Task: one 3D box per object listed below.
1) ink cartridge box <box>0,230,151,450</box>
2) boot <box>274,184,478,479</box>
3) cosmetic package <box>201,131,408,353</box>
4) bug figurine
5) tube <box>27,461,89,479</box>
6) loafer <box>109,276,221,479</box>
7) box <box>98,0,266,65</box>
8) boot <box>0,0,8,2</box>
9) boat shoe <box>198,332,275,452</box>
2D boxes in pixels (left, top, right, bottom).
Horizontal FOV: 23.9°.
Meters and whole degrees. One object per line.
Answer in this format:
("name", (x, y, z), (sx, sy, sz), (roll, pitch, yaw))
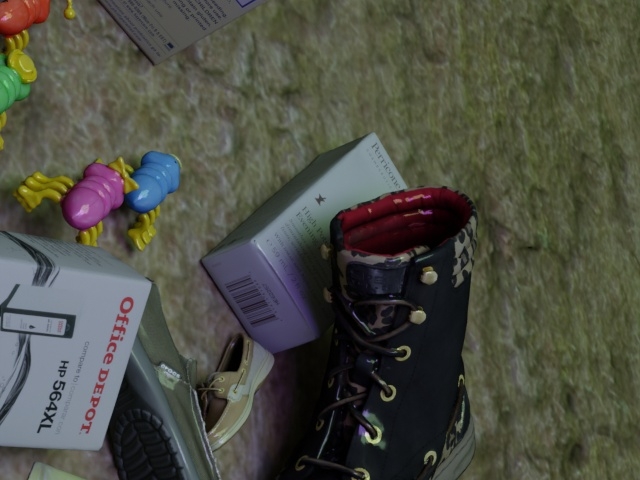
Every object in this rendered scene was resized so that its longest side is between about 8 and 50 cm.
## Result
("ink cartridge box", (-0.245, 0.072, 1.138), (0.203, 0.086, 0.148), (10, 102, -42))
("boot", (0.036, 0.133, 1.318), (0.377, 0.138, 0.284), (-32, 130, -51))
("cosmetic package", (0.000, 0.000, 1.468), (0.117, 0.085, 0.231), (58, 44, -13))
("bug figurine", (-0.214, -0.101, 1.273), (0.279, 0.072, 0.216), (53, 25, -17))
("tube", (-0.126, 0.239, 1.178), (0.070, 0.240, 0.062), (-52, 154, -76))
("loafer", (-0.129, 0.135, 1.270), (0.087, 0.094, 0.251), (-20, 88, -44))
("box", (-0.070, -0.305, 1.405), (0.117, 0.243, 0.213), (50, 46, -20))
("boot", (-0.371, -0.197, 1.111), (0.263, 0.091, 0.229), (-40, 107, -18))
("boat shoe", (-0.086, 0.136, 1.353), (0.045, 0.050, 0.135), (48, 36, -16))
